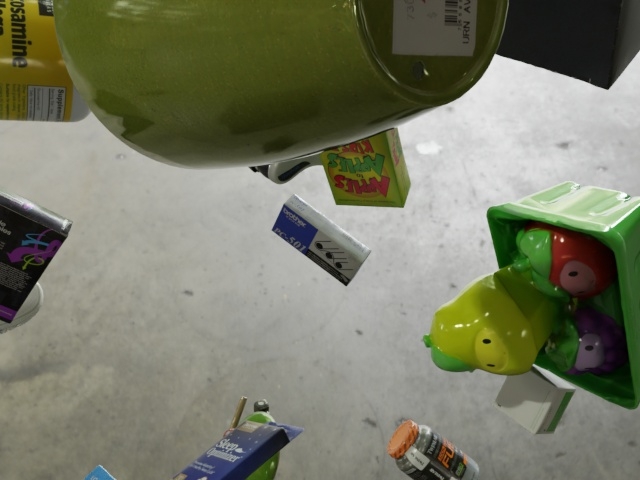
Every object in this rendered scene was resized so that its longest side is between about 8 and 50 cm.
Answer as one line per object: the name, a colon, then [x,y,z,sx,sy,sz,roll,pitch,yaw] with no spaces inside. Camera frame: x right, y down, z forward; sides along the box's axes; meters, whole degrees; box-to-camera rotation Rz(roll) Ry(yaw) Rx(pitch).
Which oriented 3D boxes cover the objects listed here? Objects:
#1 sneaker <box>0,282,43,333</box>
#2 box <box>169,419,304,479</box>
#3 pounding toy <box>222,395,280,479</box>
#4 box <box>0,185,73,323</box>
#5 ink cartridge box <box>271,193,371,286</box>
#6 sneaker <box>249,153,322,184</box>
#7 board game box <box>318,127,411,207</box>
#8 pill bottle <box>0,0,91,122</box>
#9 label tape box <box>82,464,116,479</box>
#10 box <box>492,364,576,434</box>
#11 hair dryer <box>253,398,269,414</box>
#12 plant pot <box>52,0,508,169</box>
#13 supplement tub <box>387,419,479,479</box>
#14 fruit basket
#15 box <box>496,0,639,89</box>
sneaker: [-0.529,0.079,0.992,0.292,0.118,0.110,6,69,-47]
box: [-0.148,0.378,1.222,0.225,0.037,0.136,-32,12,-34]
pounding toy: [-0.193,0.462,1.562,0.110,0.183,0.237,16,1,-31]
box: [-0.344,0.011,0.722,0.116,0.162,0.029,29,35,-24]
ink cartridge box: [0.000,0.000,1.488,0.207,0.097,0.046,37,48,7]
sneaker: [-0.051,-0.189,1.347,0.121,0.079,0.217,32,43,32]
board game box: [0.045,-0.118,0.823,0.092,0.181,0.043,3,49,22]
pill bottle: [-0.453,-0.276,1.059,0.333,0.188,0.188,-3,43,-25]
label tape box: [-0.333,0.412,0.785,0.249,0.115,0.347,25,50,33]
box: [0.400,0.293,1.305,0.087,0.101,0.102,15,13,-46]
hair dryer: [-0.190,0.563,1.746,0.080,0.294,0.224,9,38,-16]
plant pot: [-0.018,-0.177,0.525,0.274,0.275,0.293,-34,29,-28]
supplement tub: [0.250,0.495,1.561,0.190,0.117,0.117,37,50,-6]
fruit basket: [0.374,0.119,1.162,0.392,0.392,0.283,-30,30,-26]
box: [0.309,-0.401,0.893,0.312,0.179,0.343,28,62,30]
